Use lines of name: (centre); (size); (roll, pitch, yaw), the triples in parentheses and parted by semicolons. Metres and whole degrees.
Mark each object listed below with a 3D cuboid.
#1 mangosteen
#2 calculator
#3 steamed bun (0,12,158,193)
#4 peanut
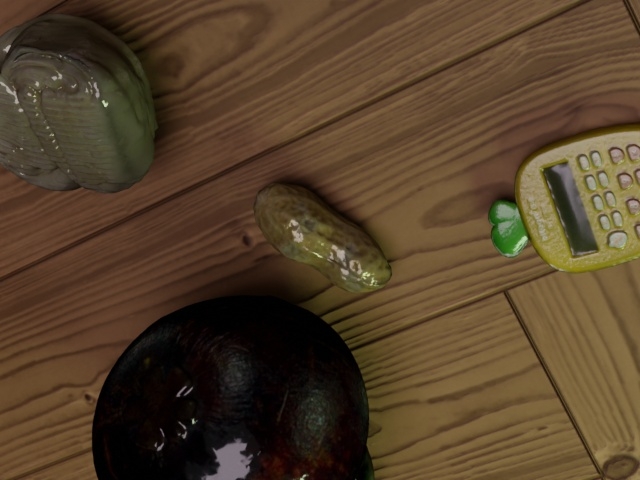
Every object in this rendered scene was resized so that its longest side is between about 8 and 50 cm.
mangosteen: (-0.090, 0.212, 1.444); (0.330, 0.330, 0.330); (7, 113, 15)
calculator: (0.285, -0.042, 1.351); (0.235, 0.032, 0.146); (-16, 106, 22)
steamed bun: (-0.271, -0.160, 1.426); (0.211, 0.144, 0.218); (10, 145, 22)
peanut: (0.000, 0.000, 1.434); (0.174, 0.080, 0.080); (33, 118, 3)
